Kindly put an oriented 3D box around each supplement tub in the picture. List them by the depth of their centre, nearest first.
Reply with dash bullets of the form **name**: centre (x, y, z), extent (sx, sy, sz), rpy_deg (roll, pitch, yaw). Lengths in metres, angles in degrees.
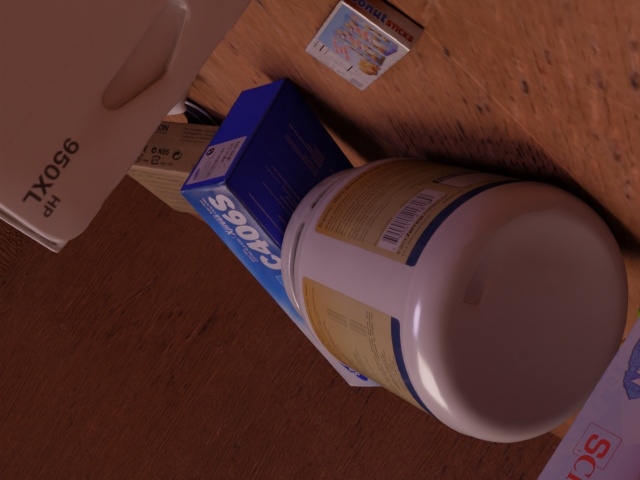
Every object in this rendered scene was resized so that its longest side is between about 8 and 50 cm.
- **supplement tub**: centre (0.112, 0.040, 1.040), extent (0.228, 0.228, 0.316), rpy_deg (37, 173, -27)

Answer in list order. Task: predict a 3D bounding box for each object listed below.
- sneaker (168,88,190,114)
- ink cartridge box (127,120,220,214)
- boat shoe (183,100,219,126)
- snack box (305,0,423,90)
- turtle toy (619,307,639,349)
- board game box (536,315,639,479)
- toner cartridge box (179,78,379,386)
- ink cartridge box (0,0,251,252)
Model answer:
- **sneaker**: centre (-0.269, -0.216, 1.550), extent (0.129, 0.111, 0.297), rpy_deg (6, -163, -20)
- **ink cartridge box**: centre (-0.173, -0.106, 1.702), extent (0.234, 0.088, 0.193), rpy_deg (9, 163, 28)
- **boat shoe**: centre (-0.188, -0.179, 1.706), extent (0.046, 0.038, 0.125), rpy_deg (29, 172, 32)
- **snack box**: centre (0.031, -0.161, 0.873), extent (0.064, 0.022, 0.178), rpy_deg (35, 173, -7)
- **turtle toy**: centre (0.351, 0.106, 1.070), extent (0.130, 0.066, 0.095), rpy_deg (39, 172, -37)
- **board game box**: centre (0.289, 0.176, 0.790), extent (0.066, 0.319, 0.318), rpy_deg (27, 170, 47)
- **toner cartridge box**: centre (0.000, 0.000, 1.240), extent (0.075, 0.165, 0.348), rpy_deg (-7, 133, 41)
- **ink cartridge box**: centre (-0.257, -0.203, 0.800), extent (0.395, 0.285, 0.166), rpy_deg (27, 170, 42)
